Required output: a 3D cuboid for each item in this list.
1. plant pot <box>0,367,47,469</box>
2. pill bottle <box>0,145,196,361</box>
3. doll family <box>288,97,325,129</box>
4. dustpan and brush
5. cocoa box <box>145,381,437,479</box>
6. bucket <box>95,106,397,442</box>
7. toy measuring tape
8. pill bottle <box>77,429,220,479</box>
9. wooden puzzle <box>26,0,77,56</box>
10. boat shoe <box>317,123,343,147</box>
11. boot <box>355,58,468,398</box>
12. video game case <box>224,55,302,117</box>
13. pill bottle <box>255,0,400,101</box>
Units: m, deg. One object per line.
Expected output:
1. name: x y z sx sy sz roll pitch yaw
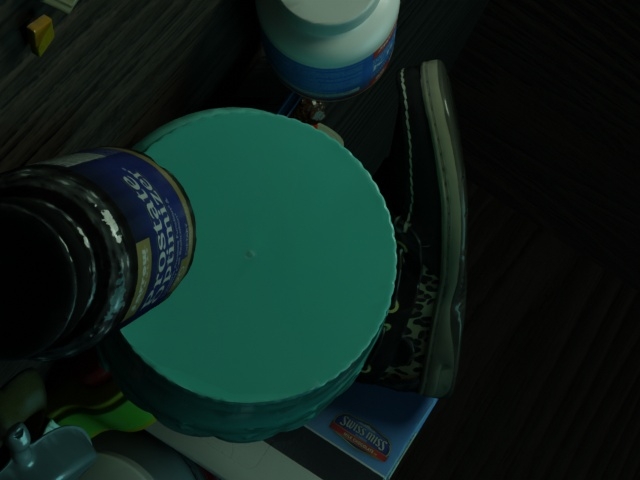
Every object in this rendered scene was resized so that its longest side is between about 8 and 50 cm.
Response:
1. plant pot: -0.322 0.225 1.452 0.236 0.032 0.236 -57 175 -7
2. pill bottle: -0.164 0.008 0.998 0.123 0.123 0.219 -57 176 13
3. doll family: -0.035 -0.046 1.692 0.118 0.263 0.163 -16 176 -16
4. dustpan and brush: -0.266 0.208 1.423 0.147 0.060 0.211 -40 175 -21
5. cocoa box: -0.061 0.159 1.761 0.228 0.347 0.231 -57 176 -6
6. bucket: -0.065 0.028 1.316 0.281 0.281 0.183 -55 177 -14
7. toy measuring tape: -0.226 0.186 1.565 0.330 0.121 0.121 -61 177 -12
8. pill bottle: -0.238 0.324 1.809 0.229 0.229 0.408 -56 175 -4
9. wooden puzzle: -0.132 -0.157 0.861 0.116 0.014 0.078 -56 180 -3
10. boat shoe: -0.049 -0.056 1.913 0.091 0.109 0.305 -63 177 29
11. boot: 0.000 0.000 1.527 0.138 0.284 0.377 -86 175 -51
12. video game case: -0.071 -0.110 1.498 0.166 0.015 0.119 -55 -153 -14
13. pill bottle: 0.006 -0.200 1.348 0.124 0.124 0.221 -56 176 -4
